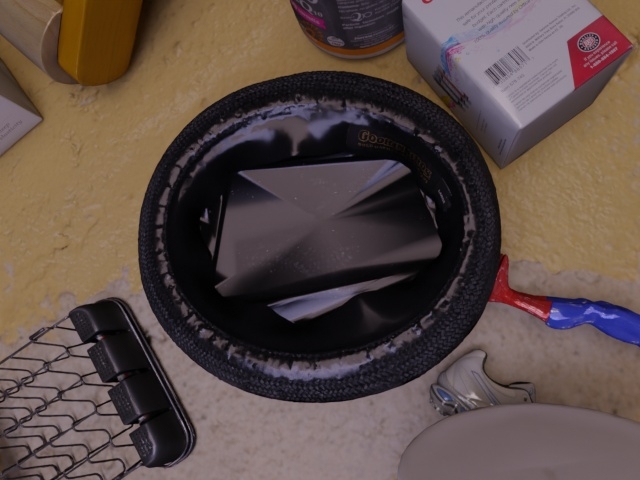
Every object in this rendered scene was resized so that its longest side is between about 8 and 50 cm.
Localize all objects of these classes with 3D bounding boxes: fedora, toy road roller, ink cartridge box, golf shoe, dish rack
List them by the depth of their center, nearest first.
[{"bbox_3d":[0.192,0.180,0.540,0.176,0.069,0.086,42,83,13],"label":"golf shoe"},{"bbox_3d":[0.000,0.000,0.558,0.334,0.152,0.334,-2,80,10],"label":"fedora"},{"bbox_3d":[0.186,-0.191,0.571,0.128,0.127,0.176,-36,76,3],"label":"ink cartridge box"},{"bbox_3d":[-0.302,0.212,0.621,0.272,0.074,0.208,-34,75,5],"label":"dish rack"},{"bbox_3d":[-0.251,-0.370,0.672,0.202,0.241,0.329,40,126,14],"label":"toy road roller"}]

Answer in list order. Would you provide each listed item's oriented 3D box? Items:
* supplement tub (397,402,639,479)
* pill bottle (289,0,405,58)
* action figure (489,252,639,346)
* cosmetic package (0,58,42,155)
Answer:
[{"bbox_3d":[0.167,0.308,0.392,0.236,0.235,0.324,-5,99,9],"label":"supplement tub"},{"bbox_3d":[0.026,-0.311,0.543,0.162,0.278,0.162,-2,79,10],"label":"pill bottle"},{"bbox_3d":[0.312,0.051,0.522,0.280,0.091,0.139,25,98,13],"label":"action figure"},{"bbox_3d":[-0.563,-0.242,0.703,0.217,0.156,0.385,-38,77,2],"label":"cosmetic package"}]
